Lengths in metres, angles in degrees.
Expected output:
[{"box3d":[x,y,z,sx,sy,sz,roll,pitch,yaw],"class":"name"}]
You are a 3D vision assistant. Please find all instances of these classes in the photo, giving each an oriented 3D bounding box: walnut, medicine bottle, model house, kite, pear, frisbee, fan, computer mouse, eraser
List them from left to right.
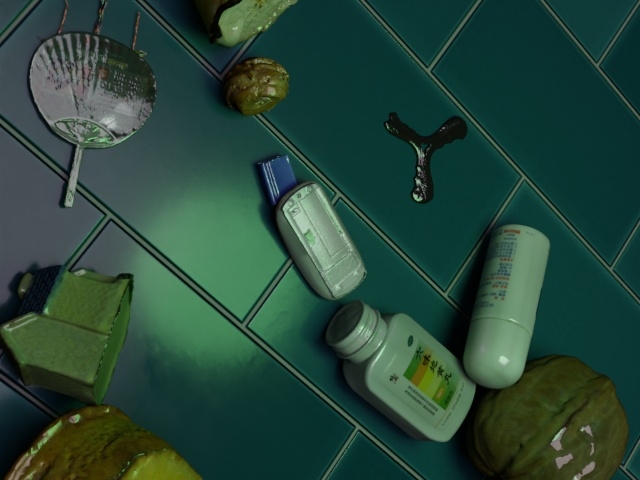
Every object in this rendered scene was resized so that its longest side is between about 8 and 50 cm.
[{"box3d":[-0.430,0.147,1.757,0.189,0.195,0.214,16,67,-4],"class":"model house"},{"box3d":[-0.424,-0.236,1.813,0.223,0.012,0.294,45,70,-22],"class":"fan"},{"box3d":[-0.396,-0.362,1.837,0.198,0.006,0.245,7,88,-28],"class":"kite"},{"box3d":[-0.150,-0.484,1.885,0.178,0.267,0.267,43,68,12],"class":"pear"},{"box3d":[-0.081,-0.116,2.000,0.063,0.027,0.085,-23,102,-25],"class":"eraser"},{"box3d":[0.000,0.000,2.029,0.126,0.056,0.245,-39,113,-21],"class":"computer mouse"},{"box3d":[0.157,0.254,2.083,0.324,0.124,0.179,41,65,-21],"class":"medicine bottle"},{"box3d":[0.204,-0.196,2.163,0.187,0.012,0.211,31,77,-25],"class":"frisbee"},{"box3d":[0.381,0.142,2.151,0.130,0.130,0.341,32,60,-25],"class":"medicine bottle"},{"box3d":[0.483,0.397,2.173,0.344,0.306,0.306,-35,107,-16],"class":"walnut"}]

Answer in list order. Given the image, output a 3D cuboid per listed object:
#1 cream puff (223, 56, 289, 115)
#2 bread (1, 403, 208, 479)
[{"box3d":[-0.117,-0.289,1.934,0.133,0.119,0.104,-17,80,-54],"class":"cream puff"},{"box3d":[-0.357,0.470,1.702,0.398,0.215,0.398,-19,113,-53],"class":"bread"}]
